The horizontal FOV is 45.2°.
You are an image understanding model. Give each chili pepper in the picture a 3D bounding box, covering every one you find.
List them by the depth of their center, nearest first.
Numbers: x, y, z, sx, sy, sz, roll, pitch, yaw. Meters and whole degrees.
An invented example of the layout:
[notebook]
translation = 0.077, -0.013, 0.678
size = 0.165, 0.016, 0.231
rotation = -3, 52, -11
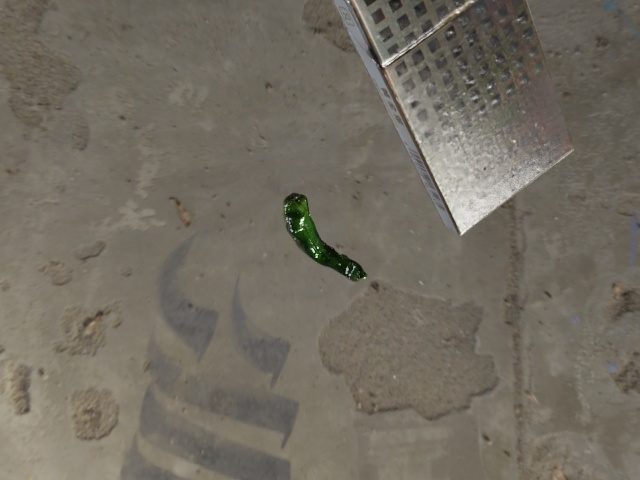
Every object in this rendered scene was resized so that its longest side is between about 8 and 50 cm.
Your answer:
[chili pepper]
translation = -0.004, 0.004, 0.803
size = 0.035, 0.055, 0.118
rotation = -43, 97, -26

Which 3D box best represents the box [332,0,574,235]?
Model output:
[box]
translation = 0.153, -0.176, 0.824
size = 0.180, 0.047, 0.325
rotation = -37, 125, -6
